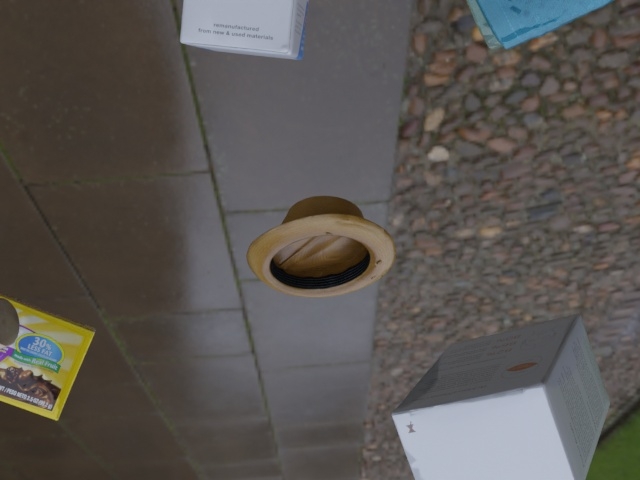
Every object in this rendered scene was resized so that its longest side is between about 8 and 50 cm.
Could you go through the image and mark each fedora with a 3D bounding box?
[{"bbox_3d":[0.000,0.000,1.178,0.194,0.079,0.194,0,145,0],"label":"fedora"}]

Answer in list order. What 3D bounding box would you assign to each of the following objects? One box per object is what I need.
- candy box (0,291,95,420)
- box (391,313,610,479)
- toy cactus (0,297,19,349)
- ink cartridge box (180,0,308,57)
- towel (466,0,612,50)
[{"bbox_3d":[-0.353,0.104,0.973,0.205,0.105,0.027,23,176,-12],"label":"candy box"},{"bbox_3d":[0.156,0.141,0.775,0.130,0.091,0.170,-17,-173,28],"label":"box"},{"bbox_3d":[-0.300,0.064,0.651,0.180,0.219,0.112,-12,142,20],"label":"toy cactus"},{"bbox_3d":[-0.072,-0.372,1.073,0.128,0.308,0.223,6,-170,2],"label":"ink cartridge box"},{"bbox_3d":[0.261,-0.361,0.800,0.370,0.272,0.040,-23,-178,26],"label":"towel"}]
